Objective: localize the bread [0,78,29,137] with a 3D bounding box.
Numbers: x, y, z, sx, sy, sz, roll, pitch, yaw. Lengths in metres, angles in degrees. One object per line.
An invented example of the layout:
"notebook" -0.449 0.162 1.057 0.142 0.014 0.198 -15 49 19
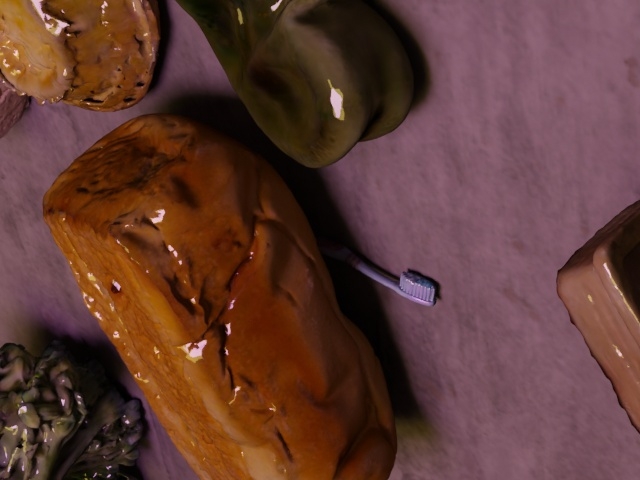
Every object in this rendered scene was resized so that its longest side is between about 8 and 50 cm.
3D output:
"bread" -0.307 -0.122 1.348 0.152 0.105 0.077 37 163 16

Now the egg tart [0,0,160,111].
"egg tart" -0.191 -0.161 1.232 0.191 0.074 0.191 28 142 24

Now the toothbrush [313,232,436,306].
"toothbrush" 0.000 0.000 1.229 0.193 0.013 0.019 27 133 27

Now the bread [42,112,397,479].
"bread" -0.062 0.058 1.230 0.167 0.132 0.294 4 133 50

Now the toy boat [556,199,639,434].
"toy boat" 0.216 0.060 0.976 0.188 0.116 0.061 57 148 -7

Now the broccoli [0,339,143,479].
"broccoli" -0.231 0.202 1.471 0.177 0.275 0.198 19 123 -22

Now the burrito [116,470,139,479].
"burrito" -0.180 0.250 1.624 0.074 0.044 0.118 28 142 23

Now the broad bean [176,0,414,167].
"broad bean" -0.029 -0.135 1.100 0.206 0.072 0.153 49 144 19
